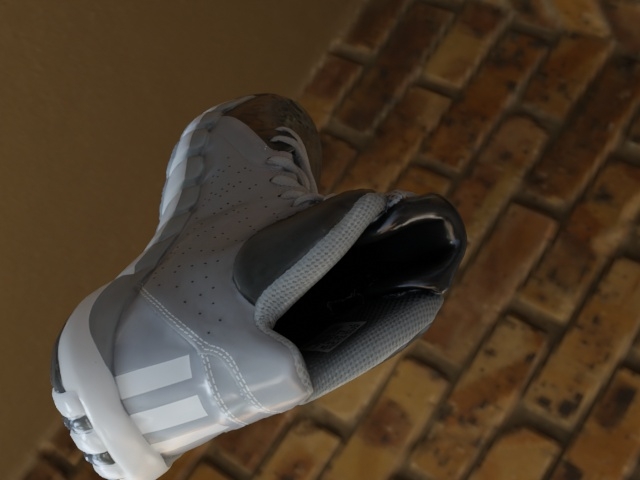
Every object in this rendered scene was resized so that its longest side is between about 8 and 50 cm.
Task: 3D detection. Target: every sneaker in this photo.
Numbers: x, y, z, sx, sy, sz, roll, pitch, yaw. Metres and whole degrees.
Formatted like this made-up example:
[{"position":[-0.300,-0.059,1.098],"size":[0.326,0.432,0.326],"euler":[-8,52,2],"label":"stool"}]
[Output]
[{"position":[0.000,0.000,0.527],"size":[0.086,0.132,0.228],"euler":[60,-152,-24],"label":"sneaker"}]
